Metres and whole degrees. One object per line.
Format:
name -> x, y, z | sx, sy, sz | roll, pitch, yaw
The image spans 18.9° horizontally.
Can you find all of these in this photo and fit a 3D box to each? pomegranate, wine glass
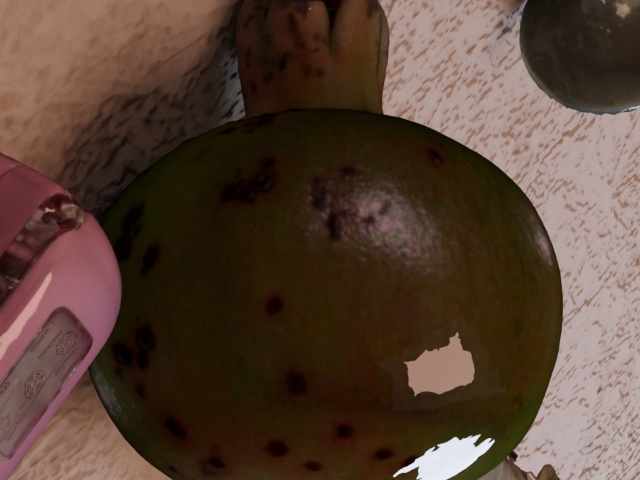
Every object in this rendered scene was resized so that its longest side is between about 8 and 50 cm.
pomegranate -> 0.010, 0.011, 0.740 | 0.210, 0.179, 0.179 | -63, 153, -30
wine glass -> 0.133, -0.234, 0.817 | 0.264, 0.096, 0.309 | -58, 149, -9

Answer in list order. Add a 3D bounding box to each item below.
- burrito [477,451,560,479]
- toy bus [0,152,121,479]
burrito -> 0.042, 0.155, 0.966 | 0.347, 0.107, 0.175 | 37, 64, -62
toy bus -> -0.146, 0.061, 0.600 | 0.203, 0.090, 0.063 | -55, 150, -15
